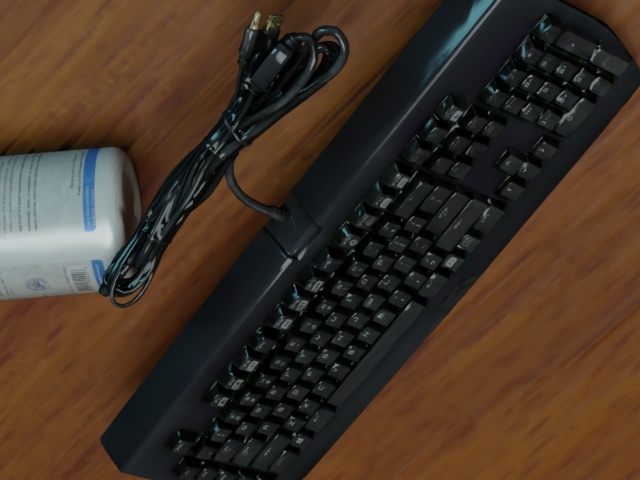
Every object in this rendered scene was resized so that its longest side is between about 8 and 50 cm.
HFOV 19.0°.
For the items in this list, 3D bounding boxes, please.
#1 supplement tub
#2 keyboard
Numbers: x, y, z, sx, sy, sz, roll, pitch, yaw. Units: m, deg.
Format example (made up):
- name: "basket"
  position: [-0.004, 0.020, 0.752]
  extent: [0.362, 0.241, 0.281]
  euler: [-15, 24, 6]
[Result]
- name: "supplement tub"
  position: [-0.143, -0.007, 0.921]
  extent: [0.107, 0.071, 0.071]
  euler: [-4, 116, 4]
- name: "keyboard"
  position: [0.000, 0.000, 0.902]
  extent: [0.201, 0.033, 0.317]
  euler: [22, 117, -36]
